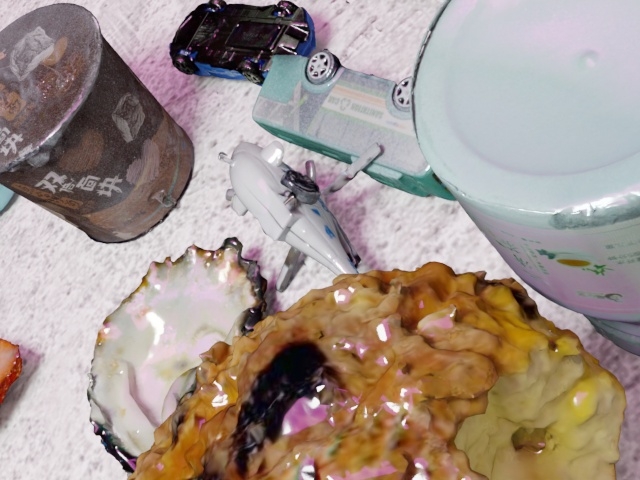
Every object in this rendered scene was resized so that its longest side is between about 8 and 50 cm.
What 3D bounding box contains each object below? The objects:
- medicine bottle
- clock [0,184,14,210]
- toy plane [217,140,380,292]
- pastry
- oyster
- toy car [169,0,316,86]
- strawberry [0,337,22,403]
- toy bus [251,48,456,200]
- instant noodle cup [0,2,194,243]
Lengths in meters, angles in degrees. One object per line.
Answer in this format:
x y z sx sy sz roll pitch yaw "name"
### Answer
0.229 -0.057 0.705 0.244 0.290 0.245 -17 56 26 "medicine bottle"
-0.530 -0.086 1.338 0.274 0.094 0.224 -32 49 12 "clock"
-0.005 0.009 0.921 0.182 0.107 0.273 -37 63 32 "toy plane"
0.022 0.214 0.679 0.337 0.292 0.405 -11 65 40 "pastry"
-0.132 0.122 0.967 0.198 0.092 0.260 -24 44 19 "oyster"
-0.092 -0.227 1.164 0.216 0.063 0.103 16 72 44 "toy car"
-0.403 0.168 1.115 0.187 0.082 0.147 -29 56 7 "strawberry"
0.050 -0.120 0.996 0.261 0.091 0.109 24 88 41 "toy bus"
-0.267 -0.116 1.113 0.217 0.207 0.218 -15 56 23 "instant noodle cup"
